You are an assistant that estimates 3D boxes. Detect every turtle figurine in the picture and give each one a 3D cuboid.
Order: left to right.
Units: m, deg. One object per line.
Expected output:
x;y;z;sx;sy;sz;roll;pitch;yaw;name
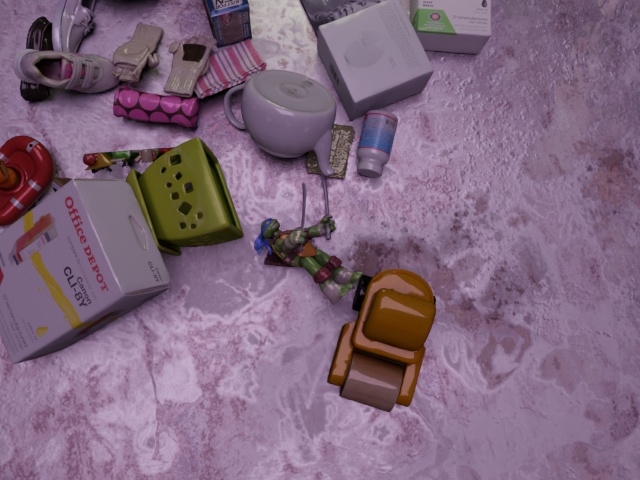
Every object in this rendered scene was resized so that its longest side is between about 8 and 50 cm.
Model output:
0.000;0.000;1.547;0.274;0.198;0.266;-45;90;-5;turtle figurine

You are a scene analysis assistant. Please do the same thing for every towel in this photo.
-0.249;-0.449;1.654;0.197;0.029;0.144;-25;51;-7;towel
0.026;-0.238;1.671;0.110;0.027;0.148;12;81;-1;towel

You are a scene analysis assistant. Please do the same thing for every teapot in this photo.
-0.094;-0.296;1.598;0.252;0.187;0.256;1;43;-23;teapot

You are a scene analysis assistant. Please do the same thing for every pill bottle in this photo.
0.142;-0.249;1.650;0.087;0.087;0.160;14;80;-1;pill bottle

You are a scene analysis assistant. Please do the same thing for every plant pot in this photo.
-0.327;-0.087;1.531;0.207;0.228;0.227;-21;83;1;plant pot

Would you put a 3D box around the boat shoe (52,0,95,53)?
-0.628;-0.581;1.651;0.084;0.095;0.258;5;82;1;boat shoe

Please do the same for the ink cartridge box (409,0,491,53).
0.347;-0.656;1.714;0.198;0.115;0.273;3;81;-3;ink cartridge box

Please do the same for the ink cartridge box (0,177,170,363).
-0.565;0.066;1.430;0.384;0.160;0.279;-29;82;24;ink cartridge box

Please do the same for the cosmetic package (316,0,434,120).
0.137;-0.470;1.659;0.224;0.138;0.224;-23;83;-6;cosmetic package

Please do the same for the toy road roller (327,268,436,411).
0.156;0.228;1.496;0.202;0.240;0.330;17;80;0;toy road roller

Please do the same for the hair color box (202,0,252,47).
-0.276;-0.703;1.653;0.105;0.174;0.347;-17;82;-6;hair color box

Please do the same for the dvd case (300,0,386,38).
0.071;-0.644;1.744;0.221;0.018;0.165;-23;83;-7;dvd case

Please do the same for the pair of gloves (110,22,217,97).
-0.404;-0.470;1.631;0.240;0.042;0.204;17;60;8;pair of gloves

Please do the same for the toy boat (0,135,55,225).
-0.761;-0.154;1.544;0.151;0.151;0.231;39;81;4;toy boat

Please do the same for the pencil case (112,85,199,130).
-0.415;-0.341;1.630;0.209;0.098;0.095;10;125;-2;pencil case

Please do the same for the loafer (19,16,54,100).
-0.709;-0.461;1.641;0.078;0.080;0.220;9;90;-7;loafer

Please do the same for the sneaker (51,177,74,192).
-0.569;-0.039;1.565;0.282;0.099;0.153;30;108;21;sneaker

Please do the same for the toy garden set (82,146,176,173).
-0.446;-0.195;1.552;0.244;0.204;0.049;-5;100;-4;toy garden set

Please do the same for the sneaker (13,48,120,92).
-0.615;-0.415;1.581;0.252;0.111;0.103;-6;109;-32;sneaker
